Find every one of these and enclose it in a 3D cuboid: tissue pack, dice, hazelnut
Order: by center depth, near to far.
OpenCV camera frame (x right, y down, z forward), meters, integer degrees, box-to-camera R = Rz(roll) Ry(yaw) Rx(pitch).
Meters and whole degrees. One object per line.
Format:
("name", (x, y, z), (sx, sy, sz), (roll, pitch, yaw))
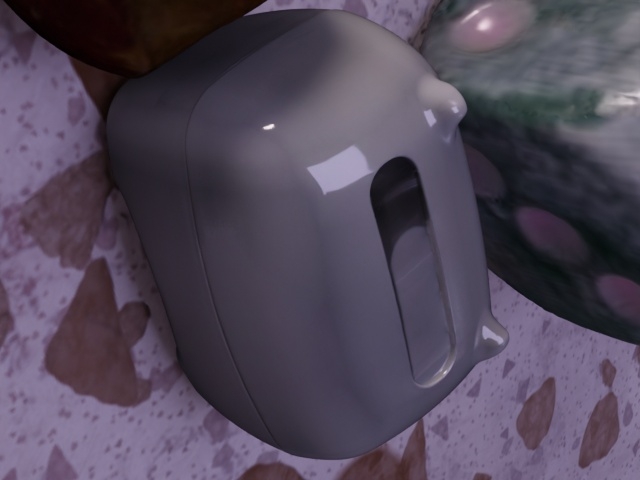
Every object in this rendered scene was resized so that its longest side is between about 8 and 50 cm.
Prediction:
("hazelnut", (-0.108, -0.229, 0.774), (0.234, 0.218, 0.218), (-40, 128, -34))
("tissue pack", (0.000, 0.000, 0.936), (0.229, 0.236, 0.333), (-38, 126, -34))
("dice", (0.306, -0.122, 1.174), (0.330, 0.348, 0.328), (-49, 133, -20))
